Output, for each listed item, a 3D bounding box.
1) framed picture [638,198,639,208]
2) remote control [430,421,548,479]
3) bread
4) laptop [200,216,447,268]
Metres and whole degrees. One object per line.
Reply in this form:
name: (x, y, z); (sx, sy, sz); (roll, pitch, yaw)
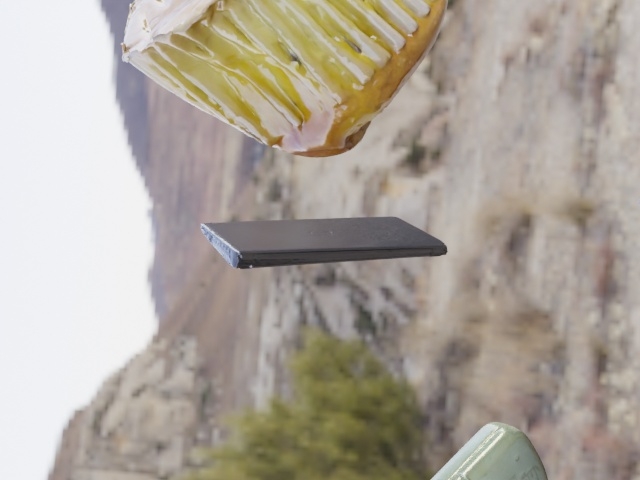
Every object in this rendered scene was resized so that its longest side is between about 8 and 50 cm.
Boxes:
framed picture: (0.370, 0.103, 1.441); (0.211, 0.020, 0.289); (-165, 58, -71)
remote control: (0.071, 0.226, 1.101); (0.233, 0.038, 0.098); (-42, -55, -28)
bread: (-0.020, -0.155, 1.139); (0.204, 0.156, 0.288); (-44, 18, 3)
laptop: (0.000, 0.000, 1.449); (0.135, 0.197, 0.016); (-142, 52, -68)
